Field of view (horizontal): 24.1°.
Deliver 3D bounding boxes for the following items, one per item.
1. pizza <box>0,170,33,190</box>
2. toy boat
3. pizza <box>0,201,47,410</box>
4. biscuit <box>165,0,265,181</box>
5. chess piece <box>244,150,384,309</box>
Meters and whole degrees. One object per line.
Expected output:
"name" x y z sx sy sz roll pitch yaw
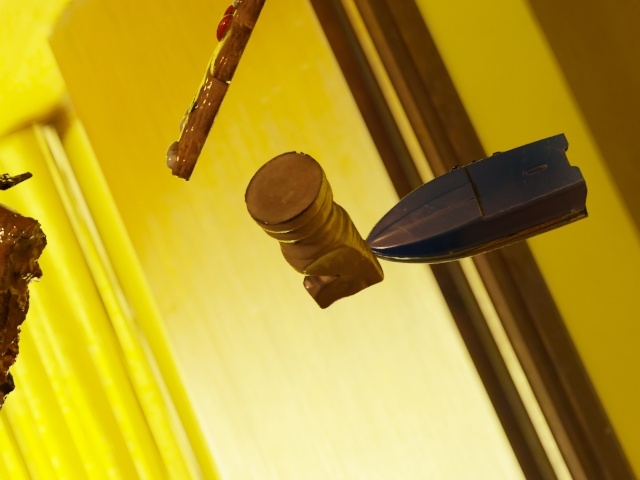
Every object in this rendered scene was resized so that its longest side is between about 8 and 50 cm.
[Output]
"pizza" -0.422 0.022 0.751 0.435 0.080 0.392 -11 -169 30
"toy boat" 0.195 -0.039 1.953 0.295 0.129 0.088 -20 143 4
"pizza" -0.296 0.062 1.213 0.292 0.197 0.058 -28 175 40
"biscuit" -0.087 -0.177 1.403 0.158 0.035 0.240 -83 -163 -65
"chess piece" 0.000 0.000 1.586 0.090 0.090 0.200 -25 139 9
